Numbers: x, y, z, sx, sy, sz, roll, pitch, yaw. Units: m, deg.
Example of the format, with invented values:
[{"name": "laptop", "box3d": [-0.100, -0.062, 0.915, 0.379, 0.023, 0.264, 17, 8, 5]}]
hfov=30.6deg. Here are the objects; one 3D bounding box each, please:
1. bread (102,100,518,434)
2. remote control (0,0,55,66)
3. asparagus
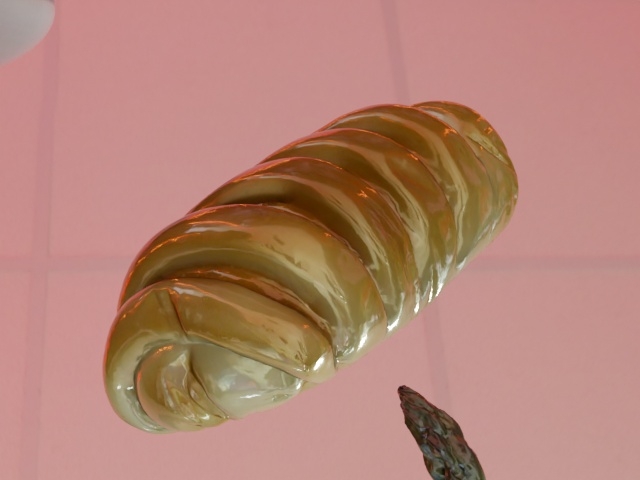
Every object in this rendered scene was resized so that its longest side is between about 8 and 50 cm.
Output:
[{"name": "bread", "box3d": [0.000, 0.000, 0.707, 0.311, 0.172, 0.121, -38, -80, -49]}, {"name": "remote control", "box3d": [-0.320, -0.165, 0.820, 0.221, 0.332, 0.104, -4, -89, 9]}, {"name": "asparagus", "box3d": [0.080, 0.157, 0.414, 0.023, 0.022, 0.233, -24, -95, 7]}]
